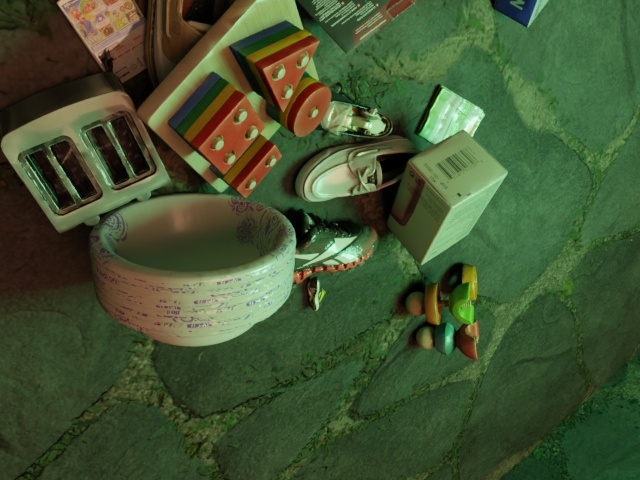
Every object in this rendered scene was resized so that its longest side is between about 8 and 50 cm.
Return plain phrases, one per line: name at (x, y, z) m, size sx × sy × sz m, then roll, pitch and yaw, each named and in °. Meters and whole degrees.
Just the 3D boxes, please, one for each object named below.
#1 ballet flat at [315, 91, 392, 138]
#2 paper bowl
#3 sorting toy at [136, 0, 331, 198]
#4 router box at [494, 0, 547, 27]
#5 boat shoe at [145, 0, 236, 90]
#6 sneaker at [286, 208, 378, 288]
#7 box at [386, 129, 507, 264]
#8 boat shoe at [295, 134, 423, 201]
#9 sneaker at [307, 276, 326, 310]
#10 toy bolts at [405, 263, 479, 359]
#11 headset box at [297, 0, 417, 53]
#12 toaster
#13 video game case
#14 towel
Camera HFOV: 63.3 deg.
ballet flat at (0.051, -0.218, 0.926) m, size 0.203 × 0.074 × 0.074 m, roll 4°, pitch 112°, yaw -37°
paper bowl at (-0.181, 0.045, 0.763) m, size 0.284 × 0.284 × 0.148 m, roll -10°, pitch 121°, yaw -31°
sorting toy at (-0.088, -0.192, 0.742) m, size 0.255 × 0.089 × 0.257 m, roll -50°, pitch 163°, yaw -5°
router box at (0.436, -0.581, 0.876) m, size 0.301 × 0.082 × 0.335 m, roll -54°, pitch 167°, yaw 2°
boat shoe at (-0.168, -0.283, 0.700) m, size 0.113 × 0.103 × 0.302 m, roll -28°, pitch 131°, yaw -36°
sneaker at (0.000, 0.000, 0.993) m, size 0.276 × 0.097 × 0.135 m, roll -15°, pitch 125°, yaw -27°
box at (0.242, -0.081, 1.041) m, size 0.148 × 0.127 × 0.232 m, roll -31°, pitch 158°, yaw -20°
boat shoe at (0.083, -0.130, 0.986) m, size 0.267 × 0.088 × 0.096 m, roll -18°, pitch 124°, yaw -27°
sneaker at (-0.007, 0.108, 1.100) m, size 0.035 × 0.031 × 0.083 m, roll -27°, pitch 133°, yaw -38°
toy bolts at (0.317, 0.182, 1.335) m, size 0.218 × 0.158 × 0.228 m, roll -57°, pitch 138°, yaw -55°
headset box at (0.046, -0.422, 0.717) m, size 0.218 × 0.110 × 0.293 m, roll -30°, pitch 139°, yaw 28°
toaster at (-0.309, -0.123, 0.687) m, size 0.168 × 0.110 × 0.186 m, roll -28°, pitch 129°, yaw -16°
video game case at (-0.276, -0.281, 0.695) m, size 0.087 × 0.011 × 0.122 m, roll -37°, pitch 131°, yaw -12°
towel at (0.280, -0.250, 1.104) m, size 0.152 × 0.023 × 0.113 m, roll 14°, pitch 105°, yaw -40°
